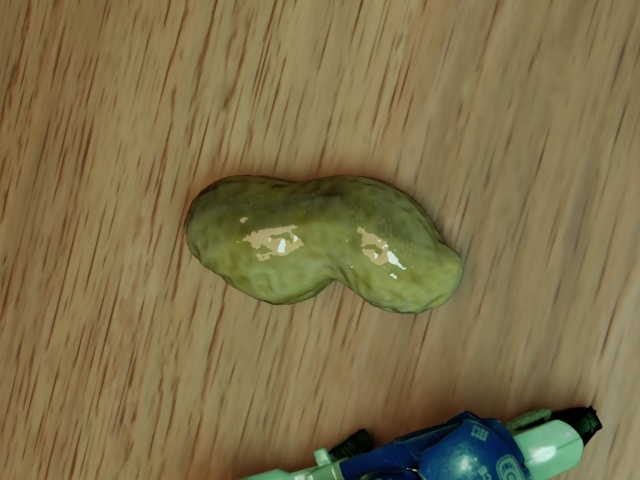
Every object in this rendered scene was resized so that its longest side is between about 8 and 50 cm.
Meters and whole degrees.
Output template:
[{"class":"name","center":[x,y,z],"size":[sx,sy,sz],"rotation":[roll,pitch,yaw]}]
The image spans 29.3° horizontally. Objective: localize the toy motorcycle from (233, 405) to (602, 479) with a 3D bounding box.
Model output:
[{"class":"toy motorcycle","center":[0.045,0.198,0.897],"size":[0.331,0.196,0.125],"rotation":[-24,84,18]}]

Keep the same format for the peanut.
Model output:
[{"class":"peanut","center":[0.000,0.000,0.963],"size":[0.229,0.098,0.103],"rotation":[5,134,21]}]
